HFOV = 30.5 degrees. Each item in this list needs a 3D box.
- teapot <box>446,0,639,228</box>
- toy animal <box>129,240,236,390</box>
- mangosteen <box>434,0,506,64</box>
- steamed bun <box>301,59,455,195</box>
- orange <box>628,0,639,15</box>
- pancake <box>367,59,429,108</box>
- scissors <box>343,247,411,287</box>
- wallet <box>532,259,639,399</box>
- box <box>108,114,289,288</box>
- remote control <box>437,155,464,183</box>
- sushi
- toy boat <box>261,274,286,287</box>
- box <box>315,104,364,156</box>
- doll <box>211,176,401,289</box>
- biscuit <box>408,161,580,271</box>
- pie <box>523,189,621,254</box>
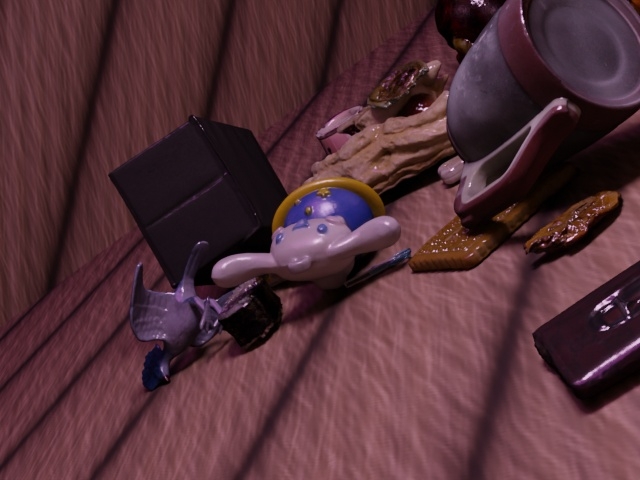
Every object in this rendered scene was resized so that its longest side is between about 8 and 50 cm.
[{"bbox_3d":[0.291,-0.176,1.671,0.312,0.233,0.315,-48,18,53],"label":"teapot"},{"bbox_3d":[-0.246,0.129,2.015,0.176,0.239,0.255,-5,73,36],"label":"toy animal"},{"bbox_3d":[0.375,-0.503,2.742,0.228,0.228,0.265,-8,69,60],"label":"mangosteen"},{"bbox_3d":[0.145,-0.207,2.246,0.428,0.189,0.247,-28,-1,39],"label":"steamed bun"},{"bbox_3d":[0.561,-0.431,1.567,0.326,0.424,0.424,-23,14,1],"label":"orange"},{"bbox_3d":[0.141,-0.290,2.189,0.129,0.022,0.116,-46,27,-17],"label":"pancake"},{"bbox_3d":[0.091,0.045,1.862,0.119,0.014,0.058,-27,10,11],"label":"scissors"},{"bbox_3d":[0.329,0.067,1.187,0.229,0.049,0.182,-34,17,4],"label":"wallet"},{"bbox_3d":[-0.203,-0.071,2.227,0.204,0.251,0.345,-33,-8,12],"label":"box"},{"bbox_3d":[0.264,-0.141,2.064,0.122,0.032,0.074,-33,12,6],"label":"remote control"},{"bbox_3d":[-0.115,0.118,1.948,0.090,0.078,0.150,-37,14,14],"label":"sushi"},{"bbox_3d":[-0.068,0.044,2.108,0.066,0.084,0.210,-5,-20,-34],"label":"toy boat"},{"bbox_3d":[0.072,-0.205,2.510,0.151,0.135,0.151,-33,13,9],"label":"box"},{"bbox_3d":[-0.022,0.017,1.923,0.311,0.159,0.242,-18,34,3],"label":"doll"},{"bbox_3d":[0.256,-0.039,1.749,0.254,0.029,0.172,-39,14,-24],"label":"biscuit"},{"bbox_3d":[0.336,-0.027,1.519,0.170,0.034,0.092,-34,11,-26],"label":"pie"}]
